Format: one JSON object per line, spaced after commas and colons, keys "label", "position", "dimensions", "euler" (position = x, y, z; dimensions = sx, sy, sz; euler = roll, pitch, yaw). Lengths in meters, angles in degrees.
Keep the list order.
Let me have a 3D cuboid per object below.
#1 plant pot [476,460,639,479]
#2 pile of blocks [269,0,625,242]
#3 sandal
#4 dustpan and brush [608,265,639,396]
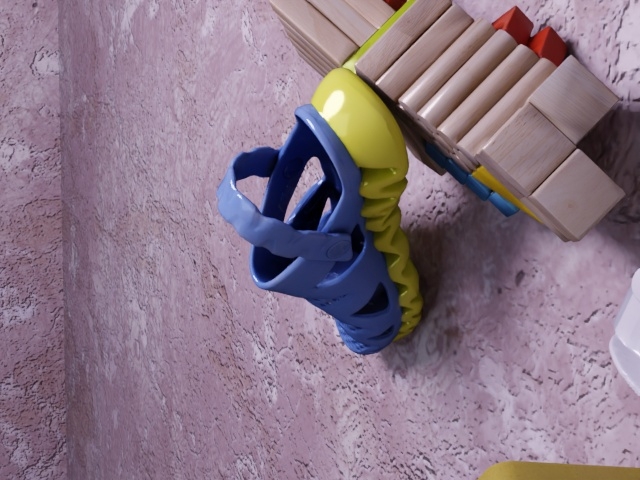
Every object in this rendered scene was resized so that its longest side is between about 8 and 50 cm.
{"label": "plant pot", "position": [0.153, 0.245, 0.587], "dimensions": [0.212, 0.212, 0.187], "euler": [117, 153, -46]}
{"label": "pile of blocks", "position": [0.108, -0.120, 0.755], "dimensions": [0.112, 0.149, 0.362], "euler": [-45, 48, -1]}
{"label": "sandal", "position": [0.000, 0.000, 0.832], "dimensions": [0.126, 0.138, 0.317], "euler": [55, 169, 37]}
{"label": "dustpan and brush", "position": [0.227, 0.061, 0.556], "dimensions": [0.211, 0.060, 0.147], "euler": [54, 139, 47]}
